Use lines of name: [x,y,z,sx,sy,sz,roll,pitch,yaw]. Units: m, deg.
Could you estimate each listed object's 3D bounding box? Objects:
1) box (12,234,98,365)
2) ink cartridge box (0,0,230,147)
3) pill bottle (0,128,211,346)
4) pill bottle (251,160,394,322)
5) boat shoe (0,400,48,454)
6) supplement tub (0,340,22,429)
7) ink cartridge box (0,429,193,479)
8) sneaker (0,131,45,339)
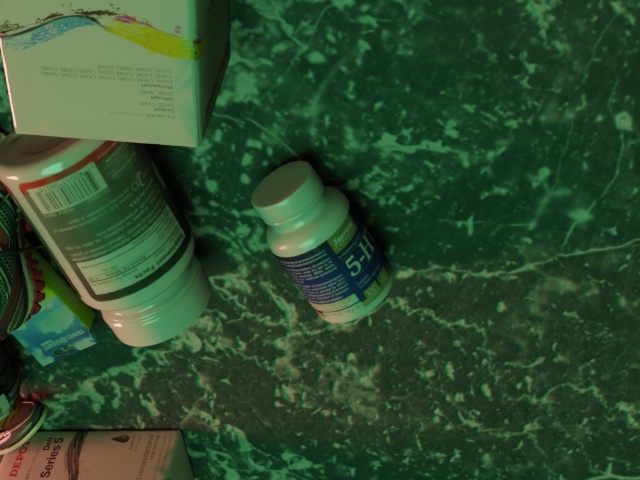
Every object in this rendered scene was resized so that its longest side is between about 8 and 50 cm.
box: [-0.391,0.084,1.459,0.109,0.042,0.178,-23,121,23]
ink cartridge box: [-0.201,-0.260,1.068,0.197,0.198,0.270,4,128,3]
pill bottle: [-0.250,-0.020,1.286,0.161,0.161,0.283,-14,125,17]
pill bottle: [0.000,0.000,1.302,0.112,0.112,0.187,-22,122,22]
boat shoe: [-0.496,0.277,1.606,0.206,0.075,0.065,-22,125,28]
supplement tub: [-0.491,0.176,1.494,0.117,0.117,0.190,-5,131,11]
ink cartridge box: [-0.346,0.391,1.596,0.272,0.198,0.115,-2,127,8]
sneaker: [-0.420,-0.018,1.315,0.120,0.112,0.299,-8,108,17]
